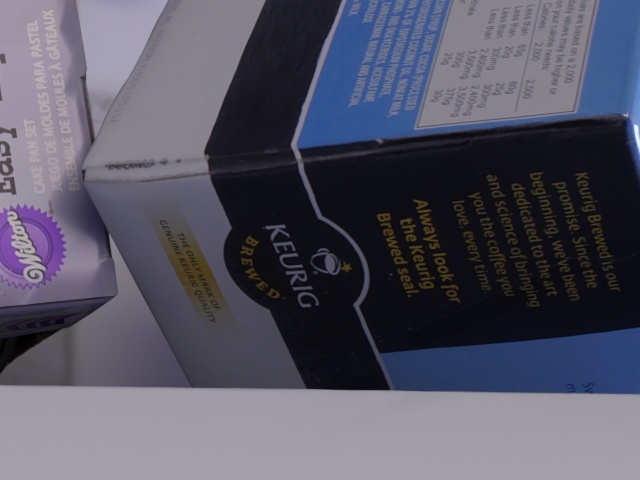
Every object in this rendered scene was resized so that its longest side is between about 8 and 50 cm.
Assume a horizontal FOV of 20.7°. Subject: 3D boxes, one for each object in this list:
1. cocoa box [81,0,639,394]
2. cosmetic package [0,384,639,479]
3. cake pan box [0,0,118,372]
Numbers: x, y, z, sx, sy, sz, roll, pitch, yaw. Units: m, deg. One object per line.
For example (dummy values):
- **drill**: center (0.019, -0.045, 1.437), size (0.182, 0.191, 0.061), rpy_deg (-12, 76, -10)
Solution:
- **cocoa box**: center (0.086, 0.016, 0.815), size (0.227, 0.347, 0.231), rpy_deg (-6, 41, 23)
- **cosmetic package**: center (-0.019, 0.167, 0.672), size (0.377, 0.284, 0.097), rpy_deg (1, 51, -9)
- **cake pan box**: center (-0.176, -0.064, 0.817), size (0.070, 0.245, 0.267), rpy_deg (-6, 81, -24)
